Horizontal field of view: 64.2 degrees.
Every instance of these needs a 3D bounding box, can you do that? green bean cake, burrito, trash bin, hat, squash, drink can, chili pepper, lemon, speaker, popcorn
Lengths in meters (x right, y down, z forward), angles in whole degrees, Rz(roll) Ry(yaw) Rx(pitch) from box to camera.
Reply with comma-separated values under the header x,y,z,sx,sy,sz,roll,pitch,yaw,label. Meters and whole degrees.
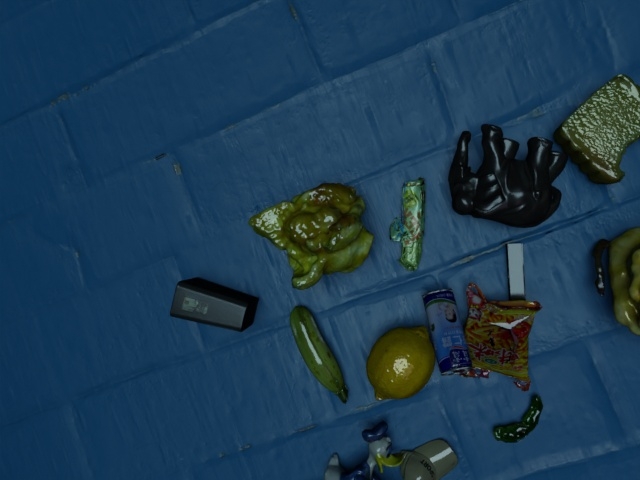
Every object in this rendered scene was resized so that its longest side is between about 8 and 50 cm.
x,y,z,sx,sy,sz,roll,pitch,yaw,label
0.805,-0.298,1.414,0.236,0.124,0.233,-43,83,8,green bean cake
0.263,-0.051,1.547,0.104,0.054,0.288,2,91,10,burrito
-0.326,0.205,1.603,0.225,0.165,0.115,15,92,7,trash bin
0.326,0.678,1.528,0.175,0.085,0.147,-38,83,9,hat
-0.007,0.360,1.582,0.094,0.094,0.341,-28,86,9,squash
0.365,0.263,1.473,0.097,0.097,0.235,-13,66,10,drink can
0.591,0.535,1.498,0.182,0.050,0.073,-44,77,6,chili pepper
0.234,0.356,1.489,0.188,0.188,0.257,36,89,8,lemon
0.574,0.104,1.501,0.046,0.040,0.191,-4,90,11,speaker
-0.008,0.002,1.484,0.321,0.290,0.326,-2,67,26,popcorn
0.893,0.097,1.324,0.381,0.349,0.349,34,98,46,popcorn

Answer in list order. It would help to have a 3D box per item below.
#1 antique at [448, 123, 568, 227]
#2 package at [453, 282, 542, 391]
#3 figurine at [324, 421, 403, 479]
x,y,z,sx,sy,sz,roll,pitch,yaw,label
0.521,-0.167,1.436,0.322,0.185,0.255,19,92,6,antique
0.513,0.277,1.474,0.223,0.108,0.288,13,109,24,package
0.131,0.703,1.504,0.283,0.204,0.338,19,84,41,figurine
